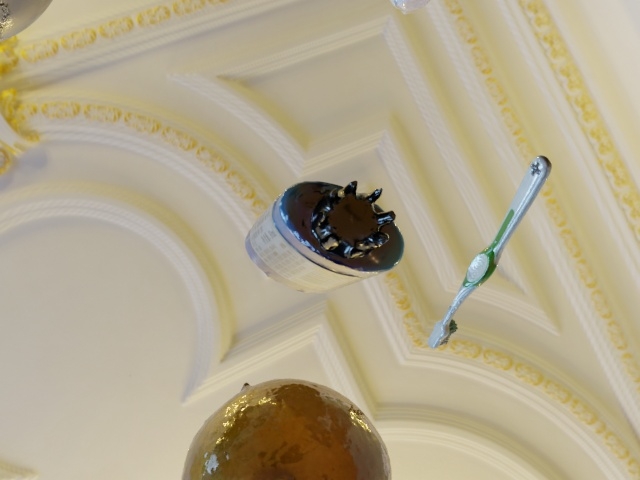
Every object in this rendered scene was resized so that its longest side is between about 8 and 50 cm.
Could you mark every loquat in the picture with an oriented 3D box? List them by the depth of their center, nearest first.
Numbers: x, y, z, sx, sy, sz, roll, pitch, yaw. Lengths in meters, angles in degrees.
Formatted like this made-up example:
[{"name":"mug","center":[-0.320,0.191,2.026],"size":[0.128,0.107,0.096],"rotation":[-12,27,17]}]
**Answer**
[{"name":"loquat","center":[-0.024,0.157,0.464],"size":[0.141,0.141,0.141],"rotation":[3,-101,-14]}]

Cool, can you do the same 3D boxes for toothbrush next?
[{"name":"toothbrush","center":[0.189,0.026,0.824],"size":[0.030,0.304,0.030],"rotation":[11,-139,-10]}]

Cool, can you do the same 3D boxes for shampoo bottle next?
[{"name":"shampoo bottle","center":[0.000,0.000,0.495],"size":[0.087,0.183,0.050],"rotation":[28,-105,-9]}]

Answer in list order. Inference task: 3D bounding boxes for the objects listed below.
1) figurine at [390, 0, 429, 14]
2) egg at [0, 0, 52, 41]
[{"name":"figurine","center":[0.081,-0.324,0.762],"size":[0.141,0.236,0.162],"rotation":[-12,-72,2]},{"name":"egg","center":[-0.296,-0.265,0.622],"size":[0.146,0.146,0.198],"rotation":[28,-69,-8]}]
